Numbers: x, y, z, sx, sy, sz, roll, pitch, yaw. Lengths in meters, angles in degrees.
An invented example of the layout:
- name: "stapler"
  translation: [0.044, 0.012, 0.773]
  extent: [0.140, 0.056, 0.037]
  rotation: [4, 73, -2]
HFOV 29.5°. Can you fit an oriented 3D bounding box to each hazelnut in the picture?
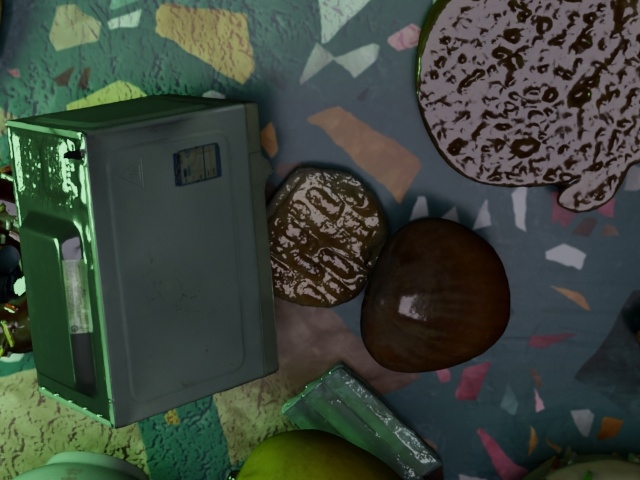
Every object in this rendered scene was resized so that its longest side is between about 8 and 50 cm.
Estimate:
- name: "hazelnut"
  translation: [0.150, 0.081, 1.565]
  extent: [0.186, 0.210, 0.210]
  rotation: [21, 102, 2]

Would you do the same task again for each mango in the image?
- name: "mango"
  translation: [0.053, 0.434, 1.609]
  extent: [0.301, 0.220, 0.445]
  rotation: [-15, 123, 49]

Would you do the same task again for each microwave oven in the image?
- name: "microwave oven"
  translation: [-0.225, 0.010, 1.505]
  extent: [0.286, 0.218, 0.355]
  rotation: [-17, 109, -38]

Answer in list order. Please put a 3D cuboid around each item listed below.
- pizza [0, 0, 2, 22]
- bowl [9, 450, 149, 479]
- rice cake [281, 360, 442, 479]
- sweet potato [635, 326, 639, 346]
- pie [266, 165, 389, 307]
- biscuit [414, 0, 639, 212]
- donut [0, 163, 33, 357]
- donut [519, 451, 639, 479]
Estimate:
- name: "pizza"
  translation: [-0.504, -0.241, 1.585]
  extent: [0.271, 0.056, 0.134]
  rotation: [-42, 106, 9]
- name: "bowl"
  translation: [-0.315, 0.383, 1.639]
  extent: [0.346, 0.345, 0.157]
  rotation: [9, 59, 0]
- name: "rice cake"
  translation: [0.059, 0.272, 1.688]
  extent: [0.124, 0.038, 0.211]
  rotation: [-39, 99, 10]
- name: "sweet potato"
  translation: [0.550, 0.092, 1.617]
  extent: [0.273, 0.075, 0.075]
  rotation: [-20, 101, 3]
- name: "pie"
  translation: [0.000, 0.000, 1.627]
  extent: [0.195, 0.046, 0.195]
  rotation: [1, 102, 3]
- name: "biscuit"
  translation: [0.319, -0.208, 1.559]
  extent: [0.394, 0.070, 0.350]
  rotation: [-7, 104, 4]
- name: "donut"
  translation: [-0.424, 0.033, 1.621]
  extent: [0.270, 0.103, 0.269]
  rotation: [1, 101, 3]
- name: "donut"
  translation: [0.351, 0.443, 1.653]
  extent: [0.307, 0.150, 0.371]
  rotation: [33, 100, -12]
